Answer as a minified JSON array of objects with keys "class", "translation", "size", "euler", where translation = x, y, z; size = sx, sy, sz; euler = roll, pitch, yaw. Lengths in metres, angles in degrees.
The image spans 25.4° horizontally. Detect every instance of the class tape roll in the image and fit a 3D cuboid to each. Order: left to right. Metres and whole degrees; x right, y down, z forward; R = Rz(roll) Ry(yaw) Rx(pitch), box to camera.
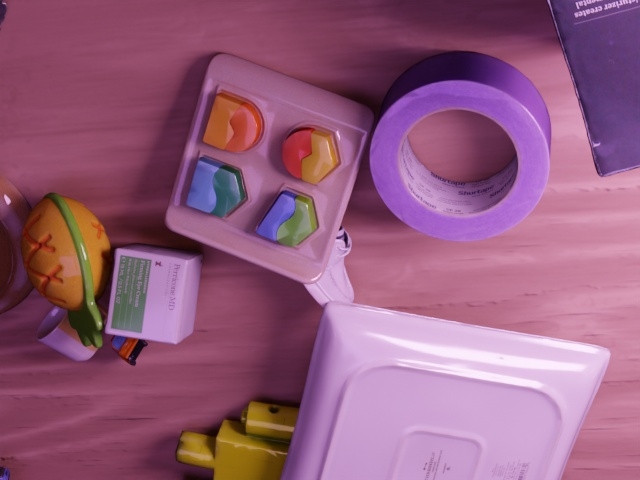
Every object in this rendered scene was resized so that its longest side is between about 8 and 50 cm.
[{"class":"tape roll","translation":[0.149,-0.099,1.505],"size":[0.189,0.080,0.189],"euler":[4,121,7]}]

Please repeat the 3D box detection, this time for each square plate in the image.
[{"class":"square plate","translation":[0.136,0.252,1.683],"size":[0.344,0.049,0.347],"euler":[10,117,-8]}]

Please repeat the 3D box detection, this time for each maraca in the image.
[{"class":"maraca","translation":[-0.287,0.035,1.635],"size":[0.099,0.127,0.186],"euler":[-17,96,-23]}]

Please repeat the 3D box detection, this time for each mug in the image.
[{"class":"mug","translation":[-0.296,0.112,1.720],"size":[0.064,0.062,0.078],"euler":[42,137,-23]}]

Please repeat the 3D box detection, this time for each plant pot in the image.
[{"class":"plant pot","translation":[-0.450,0.002,1.702],"size":[0.236,0.032,0.236],"euler":[4,119,7]}]

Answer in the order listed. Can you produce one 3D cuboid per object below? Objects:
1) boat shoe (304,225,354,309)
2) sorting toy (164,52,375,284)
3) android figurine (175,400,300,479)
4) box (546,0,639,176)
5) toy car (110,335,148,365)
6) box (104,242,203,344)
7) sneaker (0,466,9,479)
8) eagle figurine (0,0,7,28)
[{"class":"boat shoe","translation":[0.000,0.000,1.604],"size":[0.063,0.066,0.184],"euler":[-22,104,22]},{"class":"sorting toy","translation":[-0.060,-0.076,1.538],"size":[0.193,0.038,0.208],"euler":[22,107,9]},{"class":"android figurine","translation":[-0.049,0.316,1.793],"size":[0.272,0.056,0.248],"euler":[8,120,6]},{"class":"box","translation":[0.290,-0.265,1.259],"size":[0.182,0.296,0.294],"euler":[-14,117,17]},{"class":"toy car","translation":[-0.218,0.093,1.717],"size":[0.040,0.060,0.122],"euler":[29,95,6]},{"class":"box","translation":[-0.190,0.060,1.629],"size":[0.087,0.102,0.101],"euler":[9,95,5]},{"class":"sneaker","translation":[-0.405,0.388,1.898],"size":[0.087,0.083,0.221],"euler":[-5,125,-2]},{"class":"eagle figurine","translation":[-0.496,-0.207,1.521],"size":[0.225,0.298,0.226],"euler":[17,171,42]}]
